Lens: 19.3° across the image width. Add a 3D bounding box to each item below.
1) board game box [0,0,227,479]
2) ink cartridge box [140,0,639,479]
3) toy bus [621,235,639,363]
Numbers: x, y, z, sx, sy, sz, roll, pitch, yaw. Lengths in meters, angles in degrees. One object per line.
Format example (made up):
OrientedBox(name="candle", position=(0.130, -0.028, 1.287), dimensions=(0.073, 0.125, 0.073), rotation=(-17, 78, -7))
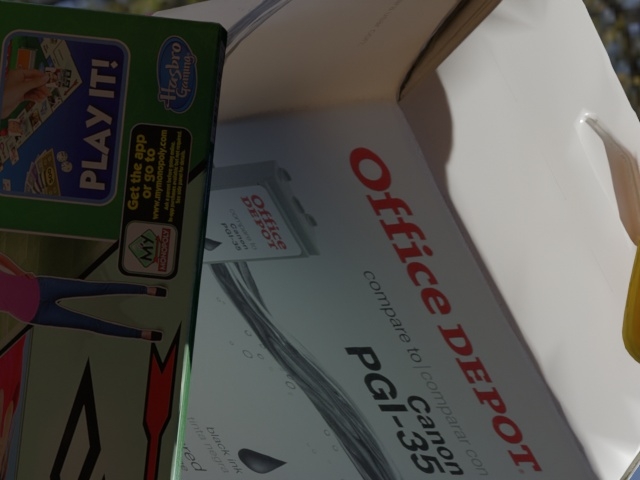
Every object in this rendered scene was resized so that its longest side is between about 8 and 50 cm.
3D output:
OrientedBox(name="board game box", position=(-0.156, 0.069, 0.687), dimensions=(0.213, 0.046, 0.317), rotation=(6, -90, -1))
OrientedBox(name="ink cartridge box", position=(0.000, 0.000, 0.822), dimensions=(0.283, 0.207, 0.117), rotation=(-5, -146, 44))
OrientedBox(name="toy bus", position=(0.218, 0.011, 0.615), dimensions=(0.220, 0.211, 0.149), rotation=(15, -88, 8))
